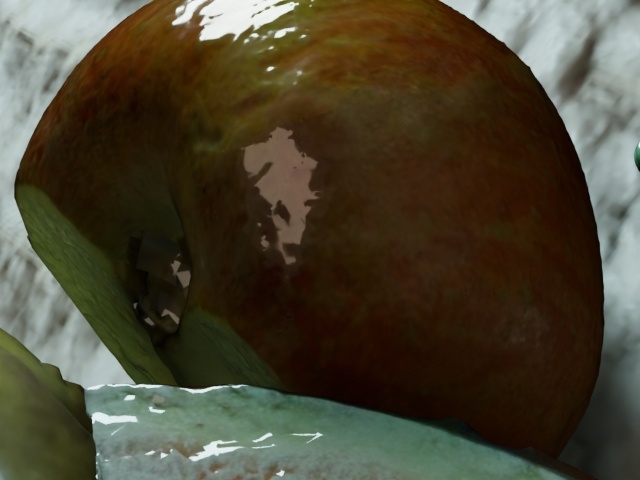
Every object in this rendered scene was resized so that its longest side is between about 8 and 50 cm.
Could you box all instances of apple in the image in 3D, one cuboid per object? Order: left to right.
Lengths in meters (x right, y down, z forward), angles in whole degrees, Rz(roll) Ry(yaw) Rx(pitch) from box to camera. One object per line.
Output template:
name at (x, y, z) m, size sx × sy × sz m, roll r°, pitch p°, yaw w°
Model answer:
apple at (0.000, 0.000, 0.529) m, size 0.195 × 0.173 × 0.160 m, roll 25°, pitch 79°, yaw 45°

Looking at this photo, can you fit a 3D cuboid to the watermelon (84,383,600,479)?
watermelon at (0.026, 0.165, 0.365) m, size 0.224 × 0.180 × 0.305 m, roll -42°, pitch 40°, yaw 22°

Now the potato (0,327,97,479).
potato at (-0.156, 0.125, 0.563) m, size 0.300 × 0.196 × 0.246 m, roll 20°, pitch 94°, yaw 21°

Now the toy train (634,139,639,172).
toy train at (0.152, -0.092, 0.550) m, size 0.132 × 0.083 × 0.200 m, roll -24°, pitch 45°, yaw 40°
